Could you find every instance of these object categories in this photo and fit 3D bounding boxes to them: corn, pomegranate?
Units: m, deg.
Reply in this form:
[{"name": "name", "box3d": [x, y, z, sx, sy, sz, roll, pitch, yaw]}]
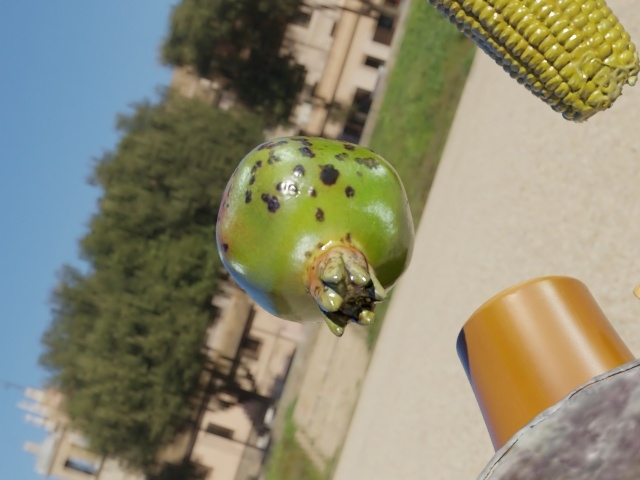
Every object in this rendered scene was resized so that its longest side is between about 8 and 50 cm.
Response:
[{"name": "corn", "box3d": [0.170, -0.258, 1.324, 0.131, 0.344, 0.131, -48, -3, -3]}, {"name": "pomegranate", "box3d": [0.000, 0.000, 1.055, 0.205, 0.159, 0.159, -118, 41, -59]}]

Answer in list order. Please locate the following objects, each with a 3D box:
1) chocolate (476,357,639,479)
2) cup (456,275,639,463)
[{"name": "chocolate", "box3d": [0.250, 0.236, 0.865, 0.303, 0.213, 0.303, -29, 21, 13]}, {"name": "cup", "box3d": [0.241, 0.155, 1.130, 0.226, 0.182, 0.264, -36, 56, 18]}]
